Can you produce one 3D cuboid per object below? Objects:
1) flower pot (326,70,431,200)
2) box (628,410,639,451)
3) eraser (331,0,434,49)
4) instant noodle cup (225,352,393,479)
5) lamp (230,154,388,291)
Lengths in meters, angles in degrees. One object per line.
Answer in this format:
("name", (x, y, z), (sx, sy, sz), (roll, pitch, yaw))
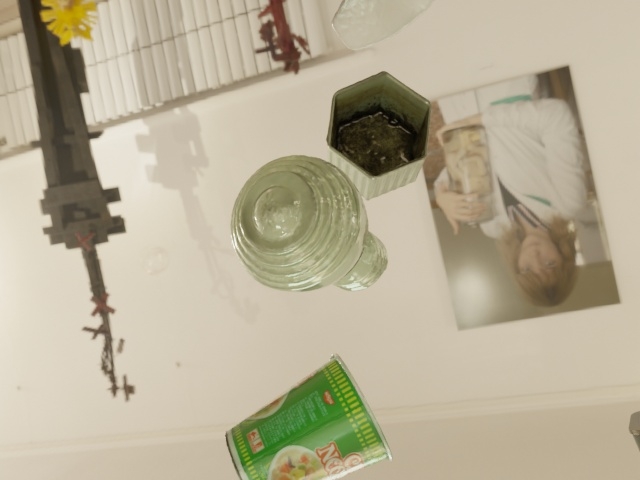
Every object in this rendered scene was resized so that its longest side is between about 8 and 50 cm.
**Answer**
("flower pot", (0.124, -0.222, 1.224), (0.210, 0.239, 0.189), (6, 171, 4))
("box", (0.379, 0.184, 0.550), (0.126, 0.031, 0.091), (-20, 168, 27))
("eraser", (0.112, -0.398, 0.833), (0.174, 0.095, 0.270), (-30, -153, 29))
("instant noodle cup", (-0.028, 0.334, 0.949), (0.233, 0.206, 0.207), (-27, -177, -7))
("lamp", (0.000, 0.000, 0.468), (0.106, 0.106, 0.193), (-11, 161, 19))
